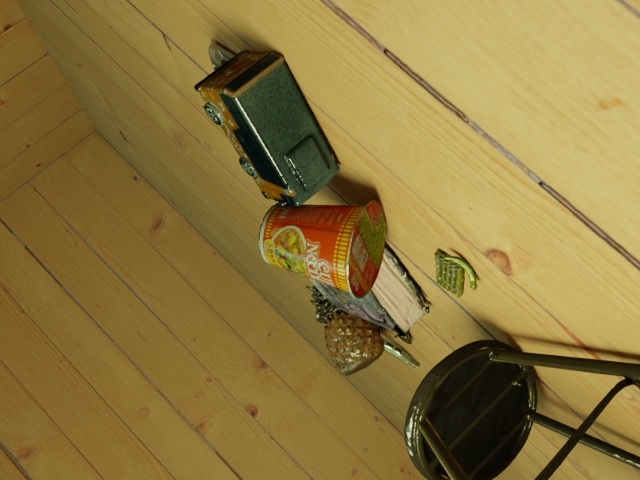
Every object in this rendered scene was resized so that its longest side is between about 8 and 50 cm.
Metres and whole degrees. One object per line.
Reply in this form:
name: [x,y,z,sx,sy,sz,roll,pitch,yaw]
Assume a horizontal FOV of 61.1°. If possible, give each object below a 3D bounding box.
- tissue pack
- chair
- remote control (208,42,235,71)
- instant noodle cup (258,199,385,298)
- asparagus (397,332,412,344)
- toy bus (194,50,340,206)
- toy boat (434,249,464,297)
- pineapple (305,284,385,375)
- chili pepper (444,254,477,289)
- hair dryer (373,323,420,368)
tissue pack: [0.077,0.085,1.343,0.259,0.122,0.361,53,165,-16]
chair: [0.374,0.369,0.890,0.362,0.364,0.410,53,168,-24]
remote control: [-0.173,-0.279,1.192,0.109,0.055,0.313,38,162,26]
instant noodle cup: [0.000,0.000,1.075,0.212,0.193,0.193,11,148,26]
asparagus: [0.207,0.231,1.516,0.165,0.030,0.036,50,153,-13]
toy bus: [-0.092,-0.205,1.028,0.167,0.138,0.275,23,150,50]
toy boat: [0.247,0.065,1.040,0.063,0.016,0.115,35,160,31]
pineapple: [0.051,0.218,1.588,0.340,0.169,0.169,61,171,24]
chili pepper: [0.255,0.053,0.968,0.083,0.030,0.017,53,-178,-6]
hair dryer: [0.194,0.295,1.657,0.225,0.088,0.219,21,149,29]
